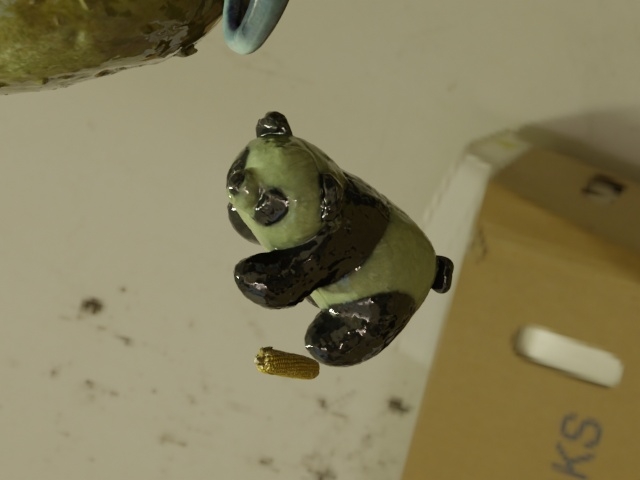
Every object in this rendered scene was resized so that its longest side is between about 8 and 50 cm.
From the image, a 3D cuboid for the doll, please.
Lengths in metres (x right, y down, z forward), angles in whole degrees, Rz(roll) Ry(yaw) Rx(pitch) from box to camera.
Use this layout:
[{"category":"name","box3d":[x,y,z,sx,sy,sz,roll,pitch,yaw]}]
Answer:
[{"category":"doll","box3d":[0.001,0.000,1.205,0.135,0.234,0.143,-41,32,14]}]

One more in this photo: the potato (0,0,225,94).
[{"category":"potato","box3d":[-0.225,-0.200,0.885,0.269,0.359,0.219,-85,-17,-56]}]

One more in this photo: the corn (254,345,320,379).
[{"category":"corn","box3d":[-0.034,0.121,1.392,0.083,0.027,0.028,15,-80,-43]}]

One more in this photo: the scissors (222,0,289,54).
[{"category":"scissors","box3d":[0.022,-0.195,0.602,0.383,0.029,0.256,-141,65,-72]}]
